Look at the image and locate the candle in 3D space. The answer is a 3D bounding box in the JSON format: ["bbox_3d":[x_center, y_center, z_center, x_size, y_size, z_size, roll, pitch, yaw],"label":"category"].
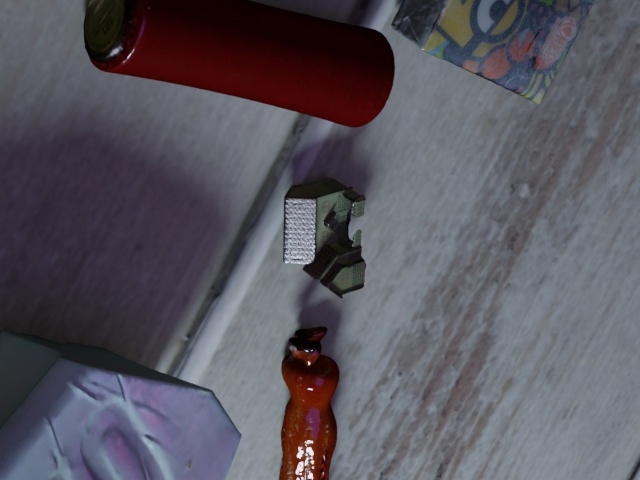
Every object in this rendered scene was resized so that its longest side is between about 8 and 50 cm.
[{"bbox_3d":[-0.014,0.223,1.608,0.051,0.048,0.329,-5,117,-18],"label":"candle"}]

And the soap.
[{"bbox_3d":[-0.212,0.216,1.340,0.347,0.115,0.208,-52,131,-31],"label":"soap"}]

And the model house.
[{"bbox_3d":[0.000,0.000,1.495,0.058,0.057,0.083,-16,124,-33],"label":"model house"}]

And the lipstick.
[{"bbox_3d":[-0.055,-0.139,1.369,0.241,0.080,0.080,11,107,-39],"label":"lipstick"}]

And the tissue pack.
[{"bbox_3d":[0.138,-0.184,1.493,0.148,0.060,0.109,20,102,-41],"label":"tissue pack"}]
